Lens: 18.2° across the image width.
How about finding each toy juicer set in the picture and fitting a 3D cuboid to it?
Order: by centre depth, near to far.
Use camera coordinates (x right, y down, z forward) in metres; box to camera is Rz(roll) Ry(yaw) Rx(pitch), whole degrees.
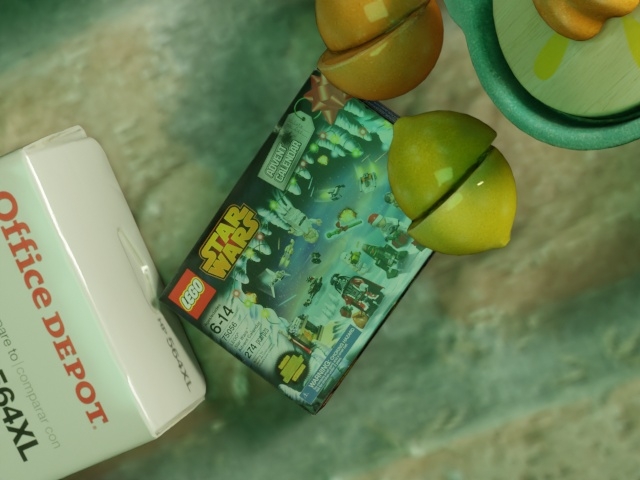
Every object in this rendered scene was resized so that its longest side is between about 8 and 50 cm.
[{"bbox_3d":[0.097,-0.069,0.786,0.329,0.089,0.209,44,115,38],"label":"toy juicer set"}]

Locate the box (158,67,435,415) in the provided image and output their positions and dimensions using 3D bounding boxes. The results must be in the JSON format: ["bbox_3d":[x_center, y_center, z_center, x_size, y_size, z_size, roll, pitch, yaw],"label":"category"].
[{"bbox_3d":[0.000,0.000,0.926,0.094,0.027,0.137,36,106,6],"label":"box"}]

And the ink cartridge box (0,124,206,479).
[{"bbox_3d":[-0.179,0.053,0.948,0.203,0.086,0.148,-24,93,17],"label":"ink cartridge box"}]
